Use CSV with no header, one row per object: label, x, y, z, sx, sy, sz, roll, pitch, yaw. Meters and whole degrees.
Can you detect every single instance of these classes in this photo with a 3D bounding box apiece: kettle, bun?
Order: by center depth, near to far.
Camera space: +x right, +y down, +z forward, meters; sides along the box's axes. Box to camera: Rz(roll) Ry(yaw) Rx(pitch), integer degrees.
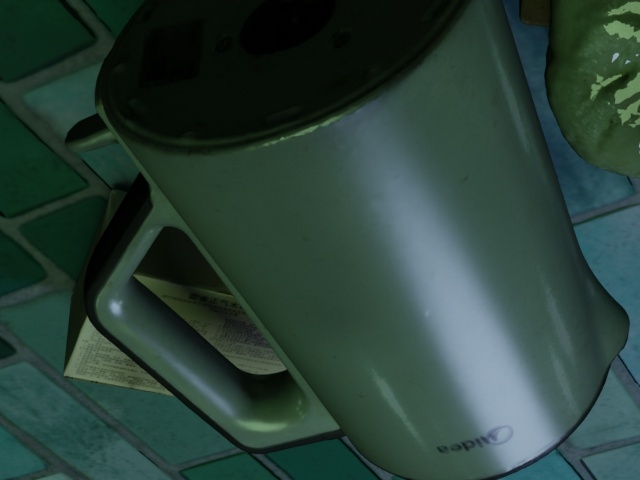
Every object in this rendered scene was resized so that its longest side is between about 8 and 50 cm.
bun,0.237,-0.139,0.830,0.204,0.126,0.213,-35,133,-28
kettle,0.000,0.000,0.920,0.361,0.250,0.377,-21,130,12

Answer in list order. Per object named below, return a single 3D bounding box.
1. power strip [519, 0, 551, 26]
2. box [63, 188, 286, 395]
power strip,0.148,-0.253,0.805,0.044,0.064,0.305,3,140,5
box,-0.102,0.058,1.146,0.212,0.095,0.168,13,140,-17
